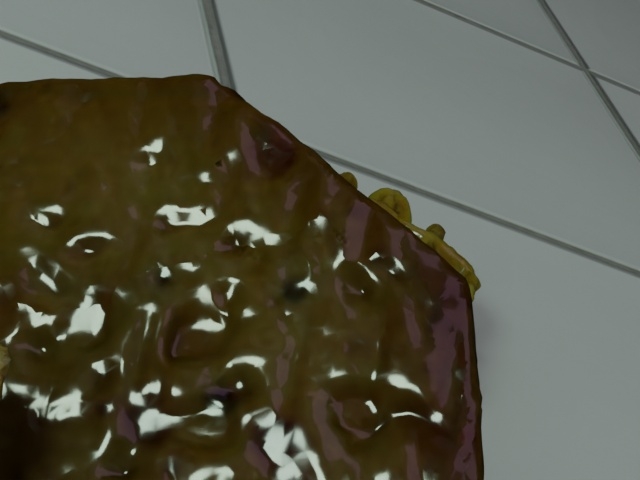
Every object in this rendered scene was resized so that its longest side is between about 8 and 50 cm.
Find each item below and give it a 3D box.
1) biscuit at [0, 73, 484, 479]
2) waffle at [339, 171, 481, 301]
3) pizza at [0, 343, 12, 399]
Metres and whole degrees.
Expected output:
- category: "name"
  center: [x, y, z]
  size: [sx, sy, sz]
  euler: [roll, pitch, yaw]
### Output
- category: "biscuit"
  center: [-0.110, 0.087, 0.627]
  size: [0.359, 0.046, 0.359]
  euler: [-2, 60, 4]
- category: "waffle"
  center: [0.000, 0.000, 1.153]
  size: [0.229, 0.057, 0.219]
  euler: [30, 24, 5]
- category: "pizza"
  center: [-0.179, 0.146, 0.432]
  size: [0.277, 0.114, 0.409]
  euler: [53, 33, 0]
